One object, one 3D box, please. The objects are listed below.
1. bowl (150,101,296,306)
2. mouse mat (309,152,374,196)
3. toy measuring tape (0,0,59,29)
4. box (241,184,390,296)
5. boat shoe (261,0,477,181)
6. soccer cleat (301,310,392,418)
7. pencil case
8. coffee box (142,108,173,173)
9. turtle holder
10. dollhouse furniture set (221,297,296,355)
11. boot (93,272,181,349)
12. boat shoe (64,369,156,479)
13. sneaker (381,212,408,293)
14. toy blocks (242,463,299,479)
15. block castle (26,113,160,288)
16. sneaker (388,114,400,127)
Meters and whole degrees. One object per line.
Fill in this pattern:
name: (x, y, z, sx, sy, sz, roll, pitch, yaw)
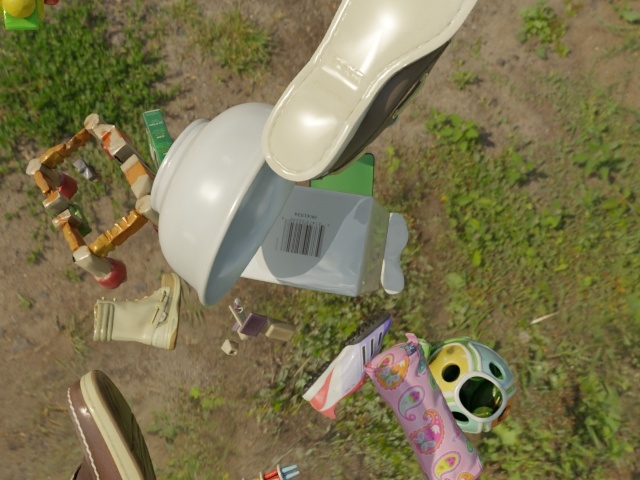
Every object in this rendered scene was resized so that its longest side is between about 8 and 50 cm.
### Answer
bowl: (-0.132, -0.071, 0.945, 0.134, 0.298, 0.298, 30, 65, 5)
mouse mat: (0.048, -0.120, 1.576, 0.189, 0.007, 0.153, -5, 102, -38)
toy measuring tape: (-0.448, -0.401, 1.039, 0.121, 0.121, 0.330, -14, 35, -15)
box: (0.000, 0.000, 1.302, 0.214, 0.345, 0.168, 9, 89, 10)
boat shoe: (0.066, -0.196, 0.753, 0.116, 0.096, 0.324, 42, 104, 13)
soccer cleat: (0.092, 0.324, 1.856, 0.116, 0.108, 0.318, 43, 88, -1)
pencil case: (0.193, 0.320, 1.306, 0.124, 0.124, 0.284, -29, 94, -20)
coffee box: (-0.313, -0.161, 1.427, 0.040, 0.113, 0.184, -16, 58, -17)
turtle holder: (0.384, 0.365, 1.888, 0.243, 0.227, 0.320, -27, 92, -1)
dollhouse furniture set: (-0.112, 0.151, 1.226, 0.114, 0.091, 0.081, 20, 19, -38)
boot: (-0.449, 0.162, 1.731, 0.203, 0.095, 0.262, 6, 35, -13)
boat shoe: (-0.240, 0.313, 0.791, 0.123, 0.123, 0.342, -17, 112, -14)
sneaker: (0.178, 0.029, 1.847, 0.080, 0.094, 0.212, 1, 100, -10)
toy blocks: (-0.122, 0.634, 1.801, 0.148, 0.054, 0.123, -22, 30, 3)
block castle: (-0.602, -0.115, 2.004, 0.303, 0.213, 0.453, -39, 60, 0)
sneaker: (0.034, -0.242, 1.335, 0.226, 0.163, 0.086, -7, 94, 10)
